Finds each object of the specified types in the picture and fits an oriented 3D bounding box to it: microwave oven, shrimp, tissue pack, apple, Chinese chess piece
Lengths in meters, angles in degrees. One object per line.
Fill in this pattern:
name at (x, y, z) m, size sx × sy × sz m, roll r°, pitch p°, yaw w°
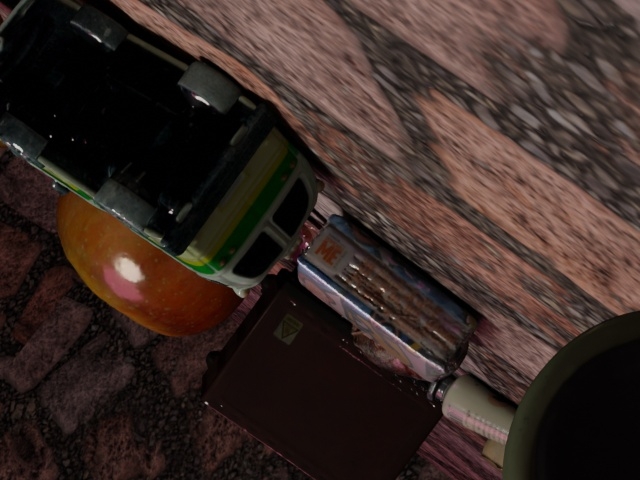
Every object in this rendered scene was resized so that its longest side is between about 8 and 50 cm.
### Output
microwave oven at (0.008, 0.162, 2.127) m, size 0.247 × 0.188 × 0.178 m, roll 35°, pitch 180°, yaw -6°
shrimp at (0.070, 0.083, 1.721) m, size 0.075 × 0.073 × 0.190 m, roll 46°, pitch 166°, yaw -26°
tissue pack at (0.056, 0.050, 1.573) m, size 0.155 × 0.065 × 0.115 m, roll 39°, pitch 172°, yaw 5°
apple at (-0.151, -0.015, 1.812) m, size 0.210 × 0.173 × 0.235 m, roll 37°, pitch -176°, yaw -35°
Chinese chess piece at (0.240, 0.258, 2.109) m, size 0.122 × 0.051 × 0.122 m, roll 37°, pitch 176°, yaw 3°

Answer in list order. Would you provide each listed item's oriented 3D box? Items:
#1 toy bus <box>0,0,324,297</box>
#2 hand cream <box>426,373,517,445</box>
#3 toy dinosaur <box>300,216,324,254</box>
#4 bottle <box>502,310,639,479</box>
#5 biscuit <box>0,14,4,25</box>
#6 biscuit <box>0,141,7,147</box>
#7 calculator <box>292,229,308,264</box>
toy bus at (-0.138, -0.075, 1.442) m, size 0.276 × 0.133 × 0.165 m, roll 32°, pitch 173°, yaw 37°
hand cream at (0.212, 0.202, 1.904) m, size 0.234 × 0.050 × 0.080 m, roll 30°, pitch 171°, yaw 24°
toy dinosaur at (-0.001, 0.001, 1.697) m, size 0.108 × 0.032 × 0.220 m, roll 39°, pitch 165°, yaw 29°
bottle at (0.217, 0.154, 1.005) m, size 0.168 × 0.168 × 0.347 m, roll 35°, pitch 178°, yaw 27°
biscuit at (-0.343, -0.228, 1.823) m, size 0.133 × 0.027 × 0.184 m, roll 61°, pitch 167°, yaw -18°
biscuit at (-0.383, -0.139, 1.576) m, size 0.277 × 0.052 × 0.262 m, roll 24°, pitch 173°, yaw -34°
calculator at (0.018, 0.039, 1.865) m, size 0.190 × 0.034 × 0.127 m, roll 42°, pitch 174°, yaw -29°
